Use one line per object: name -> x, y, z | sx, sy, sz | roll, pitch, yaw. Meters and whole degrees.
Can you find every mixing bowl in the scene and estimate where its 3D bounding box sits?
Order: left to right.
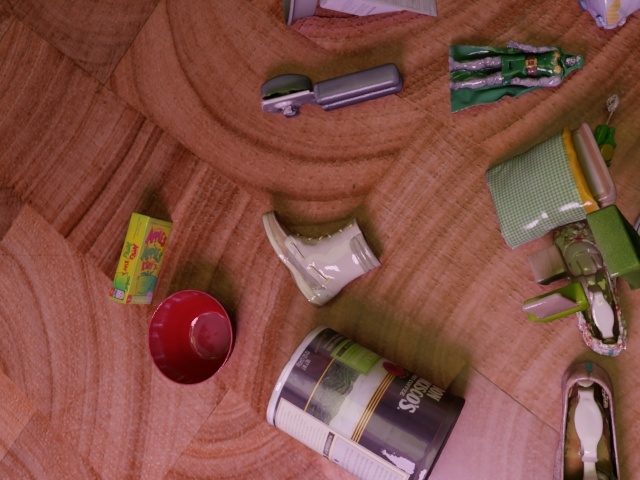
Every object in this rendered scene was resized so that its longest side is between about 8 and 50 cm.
mixing bowl -> -0.237, 0.188, 1.234 | 0.182, 0.098, 0.181 | -2, 84, 17

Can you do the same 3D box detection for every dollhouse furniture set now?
dollhouse furniture set -> 0.361, -0.046, 0.986 | 0.198, 0.151, 0.301 | -27, 62, 30

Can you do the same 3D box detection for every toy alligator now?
toy alligator -> 0.480, -0.153, 1.071 | 0.051, 0.056, 0.189 | 25, 91, -23

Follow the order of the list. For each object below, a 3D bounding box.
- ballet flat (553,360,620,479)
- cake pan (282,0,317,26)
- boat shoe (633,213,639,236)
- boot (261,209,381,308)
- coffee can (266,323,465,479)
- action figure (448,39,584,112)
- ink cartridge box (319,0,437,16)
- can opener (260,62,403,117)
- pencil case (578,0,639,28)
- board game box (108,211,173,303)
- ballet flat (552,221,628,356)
ballet flat -> 0.425, 0.354, 0.998 | 0.108, 0.106, 0.315 | -5, 83, 17
cake pan -> -0.038, -0.555, 1.174 | 0.054, 0.293, 0.292 | -2, 83, -7
boat shoe -> 0.627, -0.075, 0.982 | 0.306, 0.105, 0.113 | -37, 74, 11
boot -> 0.000, 0.000, 1.192 | 0.165, 0.077, 0.213 | -35, 80, 12
coffee can -> 0.077, 0.294, 1.067 | 0.276, 0.201, 0.201 | 26, 92, 19
action figure -> 0.349, -0.309, 1.125 | 0.233, 0.063, 0.137 | -3, 80, 14
ink cartridge box -> 0.106, -0.518, 1.184 | 0.066, 0.233, 0.188 | -13, 78, 57
can opener -> 0.014, -0.307, 1.223 | 0.284, 0.076, 0.095 | -11, 81, 15
pencil case -> 0.575, -0.467, 1.041 | 0.273, 0.113, 0.124 | -26, 87, 14
board game box -> -0.370, 0.039, 1.297 | 0.043, 0.092, 0.181 | 15, 89, 19
ballet flat -> 0.453, 0.073, 1.037 | 0.091, 0.077, 0.240 | -20, 78, 16
